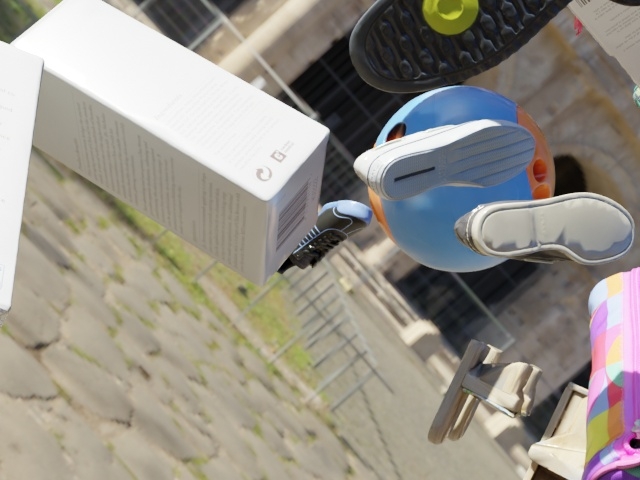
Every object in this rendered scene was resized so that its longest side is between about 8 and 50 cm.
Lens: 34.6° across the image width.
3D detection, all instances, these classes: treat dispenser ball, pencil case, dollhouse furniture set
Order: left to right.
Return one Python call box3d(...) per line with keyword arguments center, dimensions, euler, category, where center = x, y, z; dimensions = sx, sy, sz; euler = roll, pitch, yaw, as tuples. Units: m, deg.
box3d(center=(0.217, -0.095, 1.595), dimensions=(0.288, 0.288, 0.288), euler=(48, 4, -5), category="treat dispenser ball")
box3d(center=(0.341, 0.334, 1.383), dimensions=(0.362, 0.256, 0.394), euler=(25, -1, 19), category="dollhouse furniture set")
box3d(center=(0.236, 0.111, 0.728), dimensions=(0.104, 0.104, 0.236), euler=(47, 30, -15), category="pencil case")

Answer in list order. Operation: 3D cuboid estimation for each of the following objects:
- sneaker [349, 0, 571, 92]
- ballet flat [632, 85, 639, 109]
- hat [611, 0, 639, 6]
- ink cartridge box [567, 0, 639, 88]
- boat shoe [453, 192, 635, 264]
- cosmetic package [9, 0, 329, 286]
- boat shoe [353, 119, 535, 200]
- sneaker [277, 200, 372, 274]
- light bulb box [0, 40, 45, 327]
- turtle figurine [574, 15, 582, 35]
box3d(center=(0.112, -0.154, 0.587), dimensions=(0.069, 0.209, 0.082), euler=(54, 19, -9), category="sneaker")
box3d(center=(0.563, -0.208, 1.543), dimensions=(0.070, 0.188, 0.070), euler=(173, -90, -84), category="ballet flat")
box3d(center=(0.401, -0.363, 1.011), dimensions=(0.331, 0.331, 0.134), euler=(45, 10, -45), category="hat")
box3d(center=(0.466, -0.321, 1.229), dimensions=(0.261, 0.296, 0.066), euler=(39, 31, -32), category="ink cartridge box")
box3d(center=(0.234, -0.013, 1.071), dimensions=(0.206, 0.075, 0.065), euler=(0, 2, -25), category="boat shoe")
box3d(center=(-0.222, -0.151, 1.516), dimensions=(0.453, 0.161, 0.230), euler=(31, -31, 14), category="cosmetic package")
box3d(center=(0.145, -0.105, 1.208), dimensions=(0.076, 0.226, 0.083), euler=(39, -48, 52), category="boat shoe")
box3d(center=(0.000, 0.000, 1.825), dimensions=(0.081, 0.232, 0.090), euler=(30, 58, -31), category="sneaker")
box3d(center=(-0.436, 0.016, 0.963), dimensions=(0.225, 0.358, 0.361), euler=(20, 37, -26), category="light bulb box")
box3d(center=(0.309, -0.373, 1.395), dimensions=(0.234, 0.118, 0.175), euler=(25, -23, 29), category="turtle figurine")
